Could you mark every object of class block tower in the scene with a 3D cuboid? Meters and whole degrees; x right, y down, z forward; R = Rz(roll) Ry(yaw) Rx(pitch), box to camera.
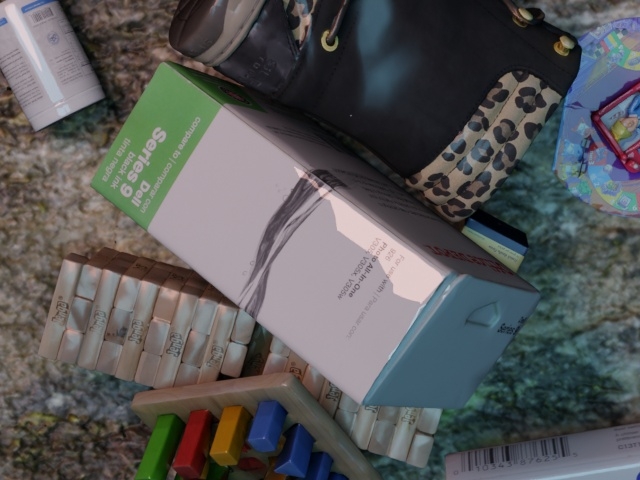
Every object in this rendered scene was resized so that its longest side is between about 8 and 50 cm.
[{"bbox_3d":[-0.060,0.094,1.382,0.335,0.097,0.091,16,100,0],"label":"block tower"}]

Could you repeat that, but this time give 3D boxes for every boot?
[{"bbox_3d":[0.083,-0.227,1.285,0.284,0.138,0.377,36,69,-18],"label":"boot"}]

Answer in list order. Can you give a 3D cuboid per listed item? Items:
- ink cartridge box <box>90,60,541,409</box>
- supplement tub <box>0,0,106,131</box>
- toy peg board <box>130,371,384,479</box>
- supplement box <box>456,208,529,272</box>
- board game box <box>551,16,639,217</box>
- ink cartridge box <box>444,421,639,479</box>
[{"bbox_3d":[0.000,0.000,1.251,0.289,0.211,0.122,38,101,25],"label":"ink cartridge box"},{"bbox_3d":[-0.234,-0.153,1.368,0.071,0.071,0.107,-25,96,8],"label":"supplement tub"},{"bbox_3d":[-0.059,0.194,1.339,0.160,0.079,0.161,-10,135,32],"label":"toy peg board"},{"bbox_3d":[0.129,0.024,1.358,0.056,0.083,0.083,28,101,1],"label":"supplement box"},{"bbox_3d":[0.269,-0.100,1.353,0.133,0.033,0.169,10,100,3],"label":"board game box"},{"bbox_3d":[0.282,0.296,1.385,0.303,0.072,0.307,-11,117,6],"label":"ink cartridge box"}]
